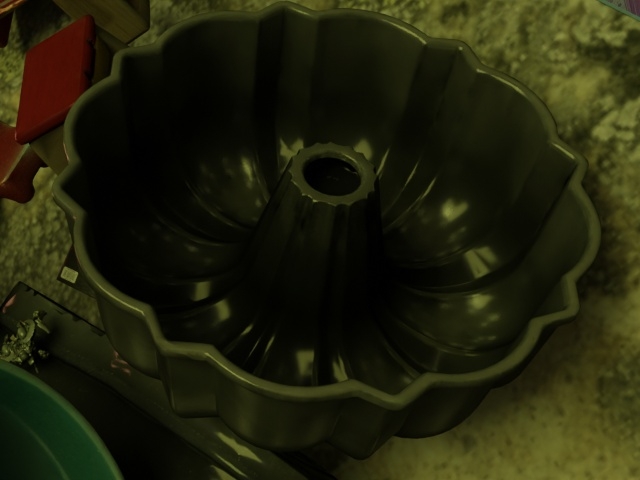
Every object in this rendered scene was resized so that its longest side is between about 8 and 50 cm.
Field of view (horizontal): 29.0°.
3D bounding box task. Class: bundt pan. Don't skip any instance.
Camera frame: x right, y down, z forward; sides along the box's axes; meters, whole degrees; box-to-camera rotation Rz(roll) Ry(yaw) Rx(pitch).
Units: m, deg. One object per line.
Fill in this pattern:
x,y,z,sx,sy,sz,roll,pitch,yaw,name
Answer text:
0.000,0.000,0.780,0.330,0.124,0.331,5,47,-6,bundt pan

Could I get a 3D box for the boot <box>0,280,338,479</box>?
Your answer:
-0.215,0.287,0.861,0.367,0.146,0.445,21,77,48,boot

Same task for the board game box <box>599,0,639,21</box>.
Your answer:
0.255,-0.202,0.817,0.168,0.033,0.133,38,96,35,board game box

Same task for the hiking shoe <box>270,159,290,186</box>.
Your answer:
-0.077,-0.078,0.972,0.114,0.086,0.227,-42,59,-5,hiking shoe

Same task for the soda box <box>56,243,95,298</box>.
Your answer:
-0.125,0.040,0.963,0.169,0.060,0.053,22,85,36,soda box

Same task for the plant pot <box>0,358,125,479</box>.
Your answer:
-0.284,0.213,0.710,0.255,0.271,0.272,-17,65,43,plant pot

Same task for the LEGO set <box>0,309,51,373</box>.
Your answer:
-0.217,0.084,0.877,0.054,0.023,0.083,-21,49,31,LEGO set

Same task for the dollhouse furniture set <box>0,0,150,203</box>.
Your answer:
-0.257,-0.197,1.008,0.201,0.152,0.374,-27,43,23,dollhouse furniture set
